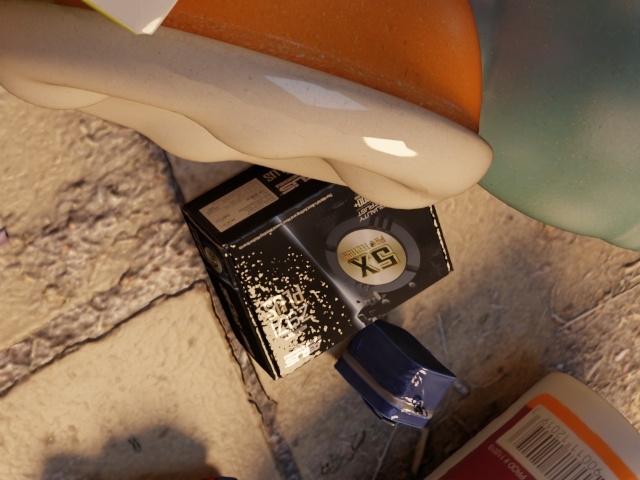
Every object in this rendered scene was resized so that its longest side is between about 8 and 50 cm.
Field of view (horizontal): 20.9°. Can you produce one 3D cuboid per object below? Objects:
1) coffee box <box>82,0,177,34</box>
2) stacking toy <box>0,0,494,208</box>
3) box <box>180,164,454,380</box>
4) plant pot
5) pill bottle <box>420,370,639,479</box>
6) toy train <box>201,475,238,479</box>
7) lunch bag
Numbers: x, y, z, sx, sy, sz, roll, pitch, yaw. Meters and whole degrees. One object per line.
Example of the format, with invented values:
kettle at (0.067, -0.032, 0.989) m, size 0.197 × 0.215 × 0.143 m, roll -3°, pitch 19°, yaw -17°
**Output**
coffee box at (-0.176, -0.367, 0.903) m, size 0.338 × 0.338 × 0.334 m, roll 34°, pitch 95°, yaw -38°
stacking toy at (-0.008, -0.284, 1.141) m, size 0.351 × 0.351 × 0.479 m, roll 16°, pitch 88°, yaw -37°
box at (0.000, 0.000, 1.396) m, size 0.180 × 0.077 × 0.147 m, roll -30°, pitch 129°, yaw -14°
plant pot at (0.173, -0.150, 1.309) m, size 0.196 × 0.293 × 0.293 m, roll 9°, pitch 113°, yaw -13°
pill bottle at (0.139, 0.323, 1.572) m, size 0.392 × 0.224 × 0.224 m, roll -39°, pitch 130°, yaw -7°
toy train at (-0.150, 0.317, 1.475) m, size 0.143 × 0.105 × 0.248 m, roll 7°, pitch 112°, yaw -24°
lunch bag at (0.064, 0.119, 1.490) m, size 0.067 × 0.098 × 0.065 m, roll 23°, pitch 105°, yaw -44°
